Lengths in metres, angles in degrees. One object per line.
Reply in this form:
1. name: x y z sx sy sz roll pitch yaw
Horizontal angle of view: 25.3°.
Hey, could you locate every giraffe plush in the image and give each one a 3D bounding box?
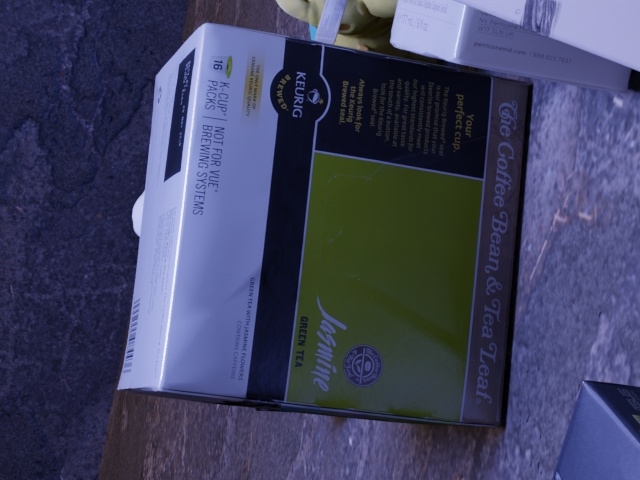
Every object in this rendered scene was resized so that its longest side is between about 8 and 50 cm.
1. giraffe plush: 0.051 -0.231 1.401 0.210 0.181 0.170 -57 -18 -18

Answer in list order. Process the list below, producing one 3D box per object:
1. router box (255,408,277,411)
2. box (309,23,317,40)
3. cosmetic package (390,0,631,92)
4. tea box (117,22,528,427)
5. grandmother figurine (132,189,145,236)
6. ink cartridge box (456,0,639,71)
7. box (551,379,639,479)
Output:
1. router box: -0.022 0.163 1.733 0.038 0.122 0.092 108 163 -46
2. box: 0.048 -0.188 1.544 0.060 0.100 0.244 6 110 44
3. cosmetic package: 0.187 -0.328 1.160 0.217 0.156 0.385 -136 54 -74
4. tea box: 0.000 0.000 1.353 0.220 0.324 0.329 160 118 -72
5. grandmother figurine: -0.062 -0.008 1.562 0.208 0.342 0.104 8 89 42
6. ink cartridge box: 0.172 -0.246 0.957 0.115 0.273 0.198 -31 -38 -57
7. box: 0.217 0.225 0.958 0.232 0.059 0.183 -120 41 -65
